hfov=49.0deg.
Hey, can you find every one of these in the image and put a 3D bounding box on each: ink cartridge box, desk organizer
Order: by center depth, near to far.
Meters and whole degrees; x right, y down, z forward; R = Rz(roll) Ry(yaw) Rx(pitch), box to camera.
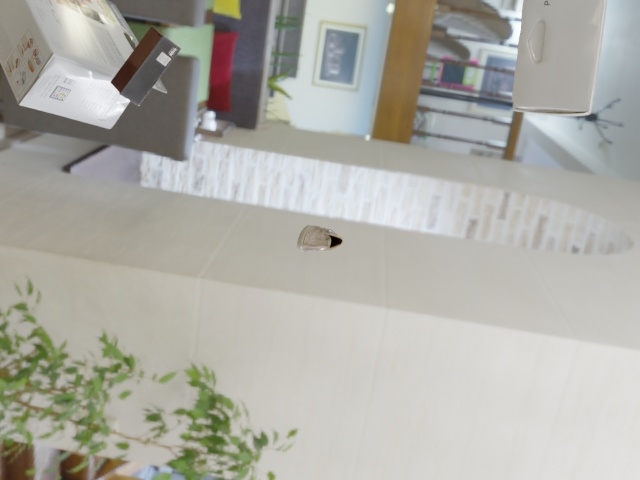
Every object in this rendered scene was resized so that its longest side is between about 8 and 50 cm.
[{"bbox_3d":[0.393,-0.307,1.140,0.283,0.117,0.207,-25,121,-67],"label":"ink cartridge box"},{"bbox_3d":[-0.315,-0.313,1.257,0.130,0.050,0.047,-51,142,7],"label":"desk organizer"},{"bbox_3d":[-0.491,-0.381,1.387,0.130,0.309,0.272,-44,152,23],"label":"ink cartridge box"}]

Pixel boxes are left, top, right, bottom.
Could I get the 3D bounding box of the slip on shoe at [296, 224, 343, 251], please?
[{"bbox_3d":[0.000,0.000,1.337,0.135,0.041,0.051,5,103,-66],"label":"slip on shoe"}]
